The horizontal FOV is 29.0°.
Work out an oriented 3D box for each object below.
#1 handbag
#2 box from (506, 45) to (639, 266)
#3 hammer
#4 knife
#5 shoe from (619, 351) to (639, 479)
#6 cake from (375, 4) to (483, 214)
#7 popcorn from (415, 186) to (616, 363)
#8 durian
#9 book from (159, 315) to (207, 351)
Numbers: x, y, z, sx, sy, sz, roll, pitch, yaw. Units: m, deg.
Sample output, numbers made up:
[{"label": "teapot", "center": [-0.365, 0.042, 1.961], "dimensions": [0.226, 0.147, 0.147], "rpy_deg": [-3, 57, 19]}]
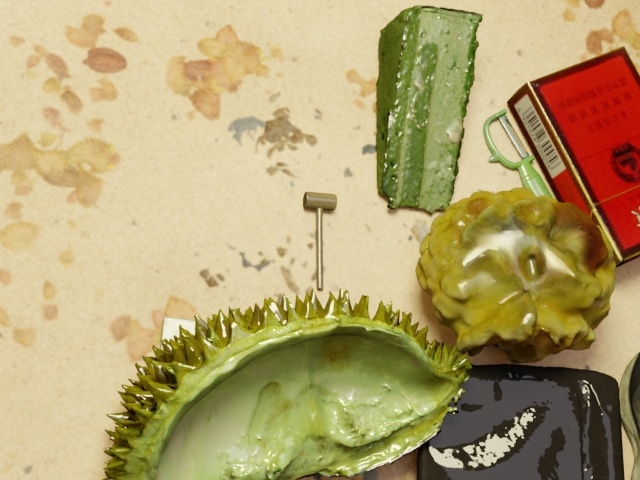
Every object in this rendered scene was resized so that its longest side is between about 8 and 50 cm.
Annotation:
[{"label": "handbag", "center": [0.210, 0.256, 1.320], "dimensions": [0.223, 0.080, 0.246], "rpy_deg": [4, 73, -7]}, {"label": "box", "center": [0.346, -0.097, 1.477], "dimensions": [0.153, 0.074, 0.239], "rpy_deg": [-21, 81, -27]}, {"label": "hammer", "center": [0.000, 0.000, 1.366], "dimensions": [0.036, 0.019, 0.110], "rpy_deg": [4, 74, -16]}, {"label": "knife", "center": [0.250, -0.056, 1.463], "dimensions": [0.054, 0.015, 0.212], "rpy_deg": [-26, 82, -23]}, {"label": "shoe", "center": [0.397, 0.222, 1.367], "dimensions": [0.099, 0.112, 0.227], "rpy_deg": [6, 73, -14]}, {"label": "cake", "center": [0.115, -0.150, 1.444], "dimensions": [0.100, 0.099, 0.235], "rpy_deg": [7, 91, -16]}, {"label": "popcorn", "center": [0.211, 0.043, 1.339], "dimensions": [0.218, 0.169, 0.189], "rpy_deg": [-3, 67, -8]}, {"label": "durian", "center": [-0.027, 0.152, 1.216], "dimensions": [0.394, 0.163, 0.198], "rpy_deg": [-6, 79, -19]}, {"label": "book", "center": [-0.110, 0.172, 1.276], "dimensions": [0.127, 0.014, 0.181], "rpy_deg": [10, 70, -14]}]
